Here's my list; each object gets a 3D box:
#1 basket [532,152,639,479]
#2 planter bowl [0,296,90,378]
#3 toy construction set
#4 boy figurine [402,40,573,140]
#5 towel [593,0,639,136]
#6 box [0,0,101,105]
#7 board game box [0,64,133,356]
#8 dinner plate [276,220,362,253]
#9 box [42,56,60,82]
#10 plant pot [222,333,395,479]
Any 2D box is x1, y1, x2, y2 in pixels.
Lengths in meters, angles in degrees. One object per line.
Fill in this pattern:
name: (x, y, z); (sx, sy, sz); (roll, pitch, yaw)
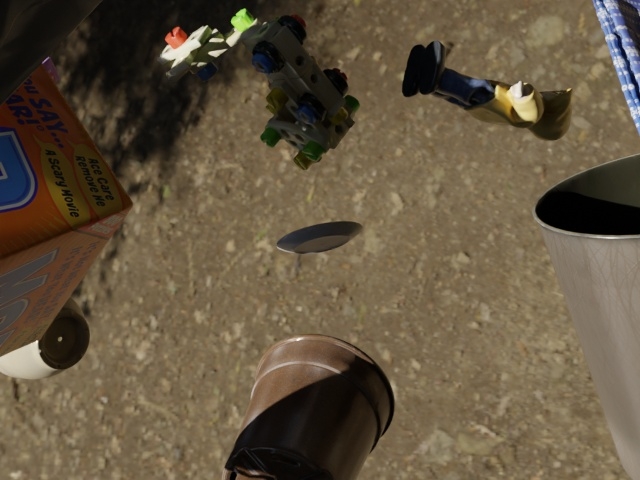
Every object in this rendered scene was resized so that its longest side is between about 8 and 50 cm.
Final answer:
basket: (0.269, 0.063, 0.619); (0.154, 0.204, 0.227); (-102, -1, -69)
planter bowl: (-0.440, 0.151, 1.375); (0.109, 0.162, 0.162); (8, 83, 39)
toy construction set: (-0.074, -0.238, 1.294); (0.215, 0.328, 0.151); (12, 74, 56)
boy figurine: (0.274, -0.220, 1.299); (0.177, 0.285, 0.092); (-166, 88, -70)
towel: (0.453, -0.219, 1.031); (0.040, 0.243, 0.336); (128, 139, -55)
box: (-0.204, -0.206, 0.353); (0.165, 0.143, 0.270); (-44, 74, 6)
board game box: (-0.480, -0.037, 0.858); (0.356, 0.356, 0.356); (55, 138, 7)
dinner plate: (0.000, 0.000, 1.365); (0.141, 0.141, 0.017); (-25, 71, 40)
box: (-0.607, -0.238, 1.406); (0.201, 0.057, 0.293); (33, 67, 23)
plant pot: (-0.018, 0.213, 0.910); (0.167, 0.167, 0.165); (-41, 10, 31)
